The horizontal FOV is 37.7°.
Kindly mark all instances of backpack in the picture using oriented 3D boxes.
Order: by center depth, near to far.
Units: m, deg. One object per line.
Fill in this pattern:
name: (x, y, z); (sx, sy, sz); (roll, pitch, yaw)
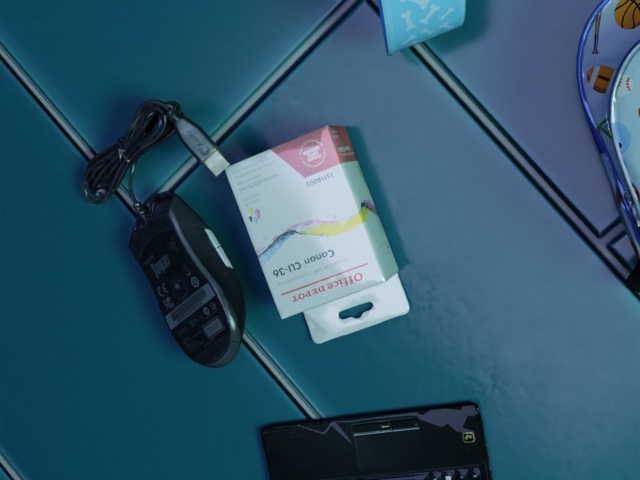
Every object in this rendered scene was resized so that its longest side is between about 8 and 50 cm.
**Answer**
backpack: (0.330, -0.110, 0.749); (0.276, 0.213, 0.263); (-24, 79, 20)

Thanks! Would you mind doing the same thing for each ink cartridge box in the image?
ink cartridge box: (0.000, 0.000, 0.917); (0.115, 0.067, 0.198); (-21, 91, 17)

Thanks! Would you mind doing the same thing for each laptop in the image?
laptop: (0.055, 0.313, 0.905); (0.234, 0.136, 0.264); (-9, 94, 16)

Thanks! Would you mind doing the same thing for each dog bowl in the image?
dog bowl: (0.071, -0.314, 0.816); (0.074, 0.166, 0.297); (-8, 94, 4)

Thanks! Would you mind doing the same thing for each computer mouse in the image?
computer mouse: (-0.124, -0.015, 0.942); (0.184, 0.060, 0.262); (-43, 76, 37)
